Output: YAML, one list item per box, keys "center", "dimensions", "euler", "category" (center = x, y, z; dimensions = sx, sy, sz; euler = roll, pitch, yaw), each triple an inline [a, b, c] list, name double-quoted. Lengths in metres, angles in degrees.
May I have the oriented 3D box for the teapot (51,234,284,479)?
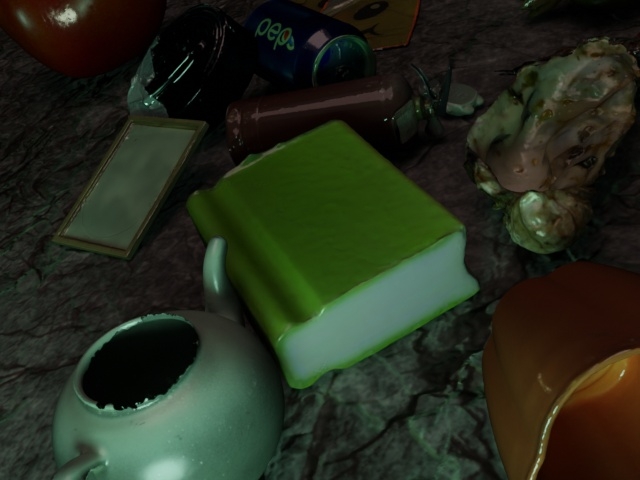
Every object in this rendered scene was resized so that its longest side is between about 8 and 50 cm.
- center: [-0.128, 0.137, 0.749]
  dimensions: [0.193, 0.129, 0.294]
  euler: [1, 40, 28]
  category: "teapot"

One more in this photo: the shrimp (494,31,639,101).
- center: [0.299, -0.192, 1.040]
  dimensions: [0.233, 0.079, 0.090]
  euler: [5, 37, 38]
  category: "shrimp"

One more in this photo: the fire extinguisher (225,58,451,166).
- center: [0.027, -0.144, 1.077]
  dimensions: [0.269, 0.104, 0.104]
  euler: [-7, 37, 17]
  category: "fire extinguisher"

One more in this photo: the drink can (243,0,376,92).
- center: [-0.018, -0.250, 1.230]
  dimensions: [0.118, 0.118, 0.205]
  euler: [-31, 35, -16]
  category: "drink can"

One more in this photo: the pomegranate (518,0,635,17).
- center: [0.348, -0.367, 1.198]
  dimensions: [0.205, 0.159, 0.159]
  euler: [-30, 27, 30]
  category: "pomegranate"

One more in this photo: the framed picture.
- center: [-0.234, -0.071, 1.131]
  dimensions: [0.136, 0.010, 0.200]
  euler: [10, 62, 35]
  category: "framed picture"

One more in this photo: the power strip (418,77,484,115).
- center: [0.157, -0.171, 1.123]
  dimensions: [0.083, 0.035, 0.055]
  euler: [27, 55, 30]
  category: "power strip"

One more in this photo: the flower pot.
- center: [0.194, 0.102, 0.613]
  dimensions: [0.191, 0.190, 0.173]
  euler: [-21, 25, -3]
  category: "flower pot"

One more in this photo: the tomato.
- center: [-0.391, -0.390, 1.503]
  dimensions: [0.299, 0.226, 0.298]
  euler: [-9, 31, 5]
  category: "tomato"

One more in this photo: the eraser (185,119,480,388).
- center: [0.000, 0.000, 0.910]
  dimensions: [0.210, 0.092, 0.274]
  euler: [-29, 37, -12]
  category: "eraser"

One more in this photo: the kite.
- center: [0.040, -0.361, 1.445]
  dimensions: [0.328, 0.013, 0.378]
  euler: [-34, 37, -21]
  category: "kite"

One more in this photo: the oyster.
- center: [0.245, -0.099, 0.914]
  dimensions: [0.166, 0.094, 0.294]
  euler: [18, 53, 43]
  category: "oyster"

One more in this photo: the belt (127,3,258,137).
- center: [-0.178, -0.219, 1.231]
  dimensions: [0.198, 0.078, 0.151]
  euler: [-52, 50, 8]
  category: "belt"
